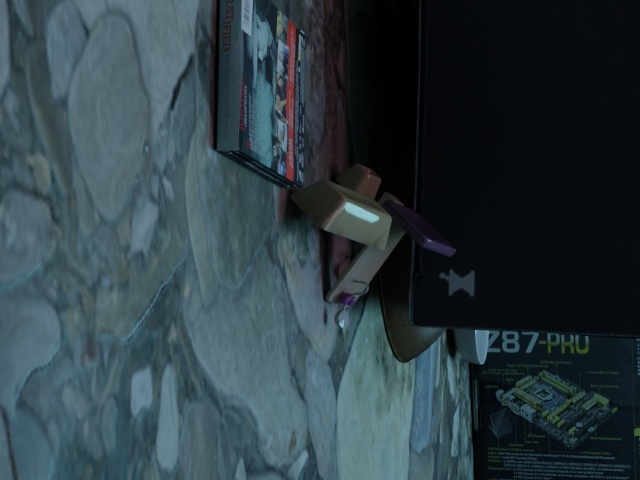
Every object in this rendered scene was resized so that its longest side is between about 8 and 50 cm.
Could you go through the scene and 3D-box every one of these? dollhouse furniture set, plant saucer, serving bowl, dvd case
[{"bbox_3d":[0.000,0.000,0.861,0.114,0.091,0.081,19,112,-52],"label":"dollhouse furniture set"},{"bbox_3d":[0.080,-0.006,1.118,0.198,0.036,0.198,-2,90,-75],"label":"plant saucer"},{"bbox_3d":[0.135,0.072,1.341,0.083,0.027,0.083,-1,90,-76],"label":"serving bowl"},{"bbox_3d":[-0.028,-0.077,0.744,0.119,0.013,0.087,25,65,-75],"label":"dvd case"}]

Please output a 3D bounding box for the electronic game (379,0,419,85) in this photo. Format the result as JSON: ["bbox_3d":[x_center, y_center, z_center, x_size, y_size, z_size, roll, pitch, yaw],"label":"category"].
[{"bbox_3d":[0.080,-0.228,1.106,0.229,0.048,0.229,-1,90,-75],"label":"electronic game"}]

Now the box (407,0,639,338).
[{"bbox_3d":[0.205,-0.088,1.092,0.395,0.212,0.293,-5,98,-75],"label":"box"}]

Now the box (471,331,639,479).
[{"bbox_3d":[0.350,0.210,1.439,0.097,0.395,0.318,-43,130,-69],"label":"box"}]
